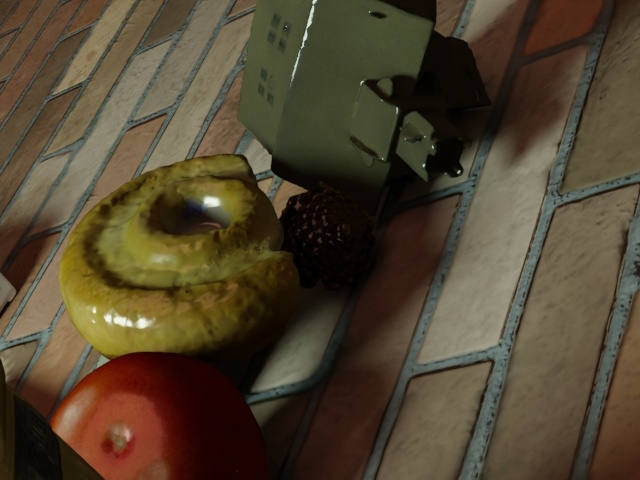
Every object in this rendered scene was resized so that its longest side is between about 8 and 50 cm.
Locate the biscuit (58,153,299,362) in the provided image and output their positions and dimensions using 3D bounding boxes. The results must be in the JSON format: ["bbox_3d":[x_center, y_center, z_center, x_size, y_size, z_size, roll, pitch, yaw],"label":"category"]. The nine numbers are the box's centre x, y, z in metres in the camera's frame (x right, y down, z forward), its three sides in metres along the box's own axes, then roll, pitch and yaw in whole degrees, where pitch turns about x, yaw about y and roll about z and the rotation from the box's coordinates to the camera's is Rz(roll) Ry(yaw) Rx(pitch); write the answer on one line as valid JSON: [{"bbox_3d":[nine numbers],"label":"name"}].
[{"bbox_3d":[-0.133,0.016,1.345,0.213,0.091,0.274,-22,36,-9],"label":"biscuit"}]

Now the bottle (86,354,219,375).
[{"bbox_3d":[-0.167,0.148,1.363,0.110,0.110,0.233,-5,46,49],"label":"bottle"}]

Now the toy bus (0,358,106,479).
[{"bbox_3d":[-0.193,0.248,0.982,0.202,0.365,0.177,-35,29,7],"label":"toy bus"}]

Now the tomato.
[{"bbox_3d":[-0.137,0.181,1.200,0.195,0.136,0.195,-6,68,15],"label":"tomato"}]

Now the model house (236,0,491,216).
[{"bbox_3d":[0.071,-0.138,1.409,0.243,0.204,0.211,46,132,41],"label":"model house"}]

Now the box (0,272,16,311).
[{"bbox_3d":[-0.568,0.098,1.910,0.333,0.145,0.173,-10,40,44],"label":"box"}]

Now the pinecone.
[{"bbox_3d":[0.004,-0.001,1.389,0.102,0.102,0.109,-40,0,3],"label":"pinecone"}]
